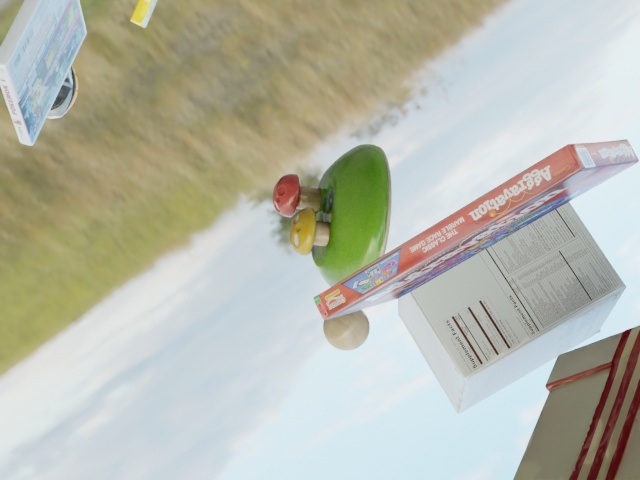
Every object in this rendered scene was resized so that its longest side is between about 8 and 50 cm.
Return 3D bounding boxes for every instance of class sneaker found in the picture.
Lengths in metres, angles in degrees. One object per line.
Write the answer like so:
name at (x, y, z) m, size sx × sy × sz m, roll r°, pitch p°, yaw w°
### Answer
sneaker at (-0.476, -0.323, 2.228) m, size 0.084 × 0.215 × 0.083 m, roll 0°, pitch 178°, yaw 4°

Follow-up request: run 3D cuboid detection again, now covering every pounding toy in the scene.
pounding toy at (0.000, 0.000, 1.459) m, size 0.110 × 0.237 × 0.183 m, roll 7°, pitch 180°, yaw -14°

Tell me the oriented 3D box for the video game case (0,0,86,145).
video game case at (-0.363, -0.254, 1.650) m, size 0.183 × 0.023 × 0.201 m, roll 92°, pitch 14°, yaw -62°

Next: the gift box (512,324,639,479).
gift box at (0.343, 0.225, 1.145) m, size 0.255 × 0.276 × 0.258 m, roll -23°, pitch -153°, yaw 45°

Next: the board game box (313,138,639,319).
board game box at (0.137, -0.009, 1.129) m, size 0.281 × 0.027 × 0.145 m, roll -32°, pitch 167°, yaw 31°

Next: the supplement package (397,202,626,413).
supplement package at (0.208, 0.069, 1.435) m, size 0.203 × 0.149 × 0.194 m, roll -29°, pitch 162°, yaw -6°

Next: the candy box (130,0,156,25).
candy box at (-0.273, -0.465, 2.169) m, size 0.105 × 0.027 × 0.206 m, roll -127°, pitch -119°, yaw -80°
